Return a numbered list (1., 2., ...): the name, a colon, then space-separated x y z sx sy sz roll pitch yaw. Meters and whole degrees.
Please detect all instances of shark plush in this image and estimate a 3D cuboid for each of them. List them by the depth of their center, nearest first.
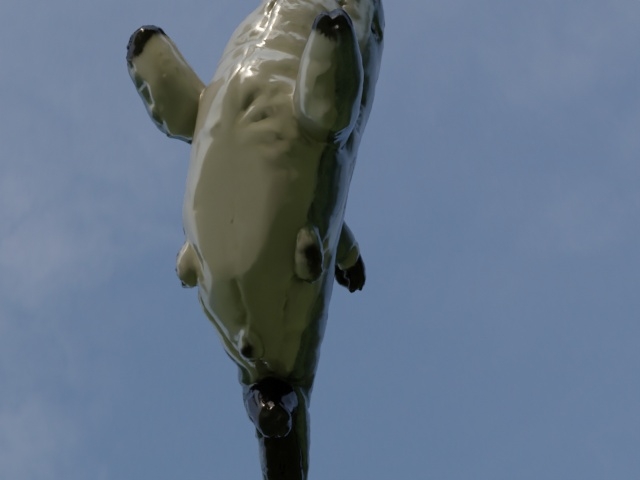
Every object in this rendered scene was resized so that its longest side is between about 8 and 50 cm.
1. shark plush: 0.000 0.000 0.554 0.073 0.067 0.161 -14 -101 29
